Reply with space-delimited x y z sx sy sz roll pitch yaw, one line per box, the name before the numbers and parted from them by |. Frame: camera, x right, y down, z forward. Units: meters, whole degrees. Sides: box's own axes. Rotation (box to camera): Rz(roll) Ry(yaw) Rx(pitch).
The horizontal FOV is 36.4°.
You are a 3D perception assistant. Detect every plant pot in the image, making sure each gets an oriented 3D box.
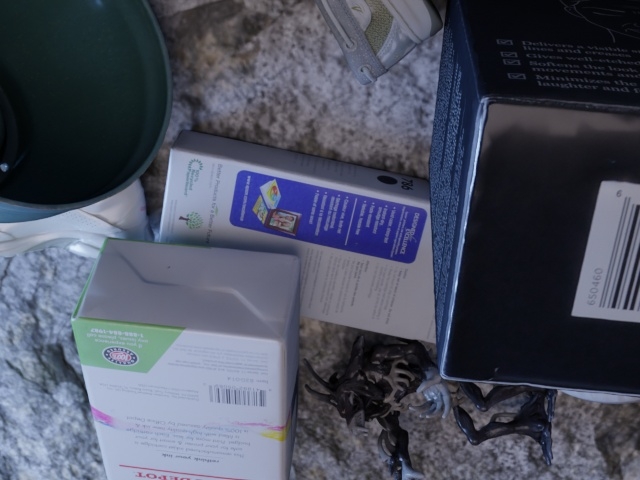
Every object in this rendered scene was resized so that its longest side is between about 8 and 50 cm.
plant pot | -0.310 -0.140 0.879 0.196 0.293 0.293 -22 115 44

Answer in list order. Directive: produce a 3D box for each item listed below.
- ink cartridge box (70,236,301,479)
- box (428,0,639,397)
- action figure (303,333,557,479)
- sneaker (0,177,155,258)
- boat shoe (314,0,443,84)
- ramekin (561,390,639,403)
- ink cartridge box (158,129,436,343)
ink cartridge box | -0.129 0.168 1.050 0.207 0.119 0.353 6 134 3
box | 0.243 -0.068 0.779 0.293 0.395 0.212 6 118 3
action figure | 0.116 0.183 1.057 0.275 0.141 0.164 1 128 3
sneaker | -0.291 -0.046 1.017 0.232 0.090 0.115 0 110 -5
boat shoe | -0.025 -0.278 0.858 0.103 0.118 0.320 -40 113 16
ramekin | 0.285 0.063 0.952 0.207 0.207 0.109 -13 123 11
ink cartridge box | 0.000 0.000 1.018 0.332 0.065 0.165 13 117 0
